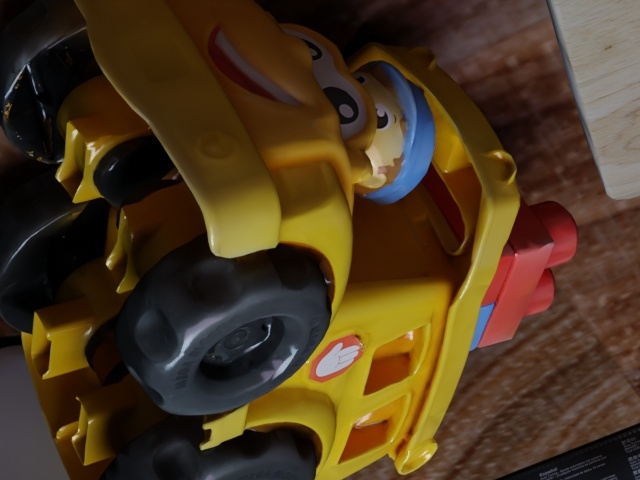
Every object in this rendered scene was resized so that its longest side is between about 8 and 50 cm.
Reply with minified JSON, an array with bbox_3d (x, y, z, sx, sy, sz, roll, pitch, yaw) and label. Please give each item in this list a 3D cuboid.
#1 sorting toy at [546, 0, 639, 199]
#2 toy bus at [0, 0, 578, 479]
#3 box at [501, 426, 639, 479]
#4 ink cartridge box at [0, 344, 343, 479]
[{"bbox_3d":[0.176,-0.146,0.492,0.257,0.089,0.255,-20,150,7],"label":"sorting toy"},{"bbox_3d":[0.000,0.000,0.613,0.211,0.149,0.220,-15,144,-22],"label":"toy bus"},{"bbox_3d":[0.135,0.206,0.995,0.270,0.060,0.216,-24,143,12],"label":"box"},{"bbox_3d":[-0.098,0.151,0.800,0.172,0.100,0.237,-4,143,-16],"label":"ink cartridge box"}]
